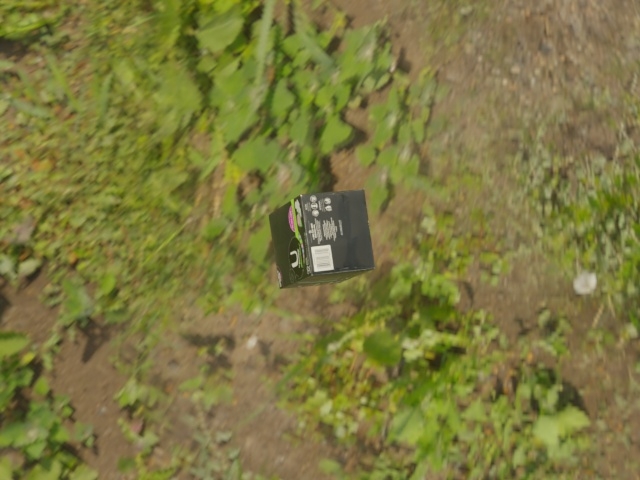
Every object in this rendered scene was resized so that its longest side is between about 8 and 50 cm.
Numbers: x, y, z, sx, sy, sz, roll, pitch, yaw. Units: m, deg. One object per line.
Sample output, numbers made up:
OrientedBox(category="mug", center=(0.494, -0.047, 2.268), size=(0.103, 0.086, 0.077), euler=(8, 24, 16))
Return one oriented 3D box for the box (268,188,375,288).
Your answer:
OrientedBox(category="box", center=(0.000, 0.000, 1.046), size=(0.052, 0.083, 0.062), euler=(-5, 83, -19))
